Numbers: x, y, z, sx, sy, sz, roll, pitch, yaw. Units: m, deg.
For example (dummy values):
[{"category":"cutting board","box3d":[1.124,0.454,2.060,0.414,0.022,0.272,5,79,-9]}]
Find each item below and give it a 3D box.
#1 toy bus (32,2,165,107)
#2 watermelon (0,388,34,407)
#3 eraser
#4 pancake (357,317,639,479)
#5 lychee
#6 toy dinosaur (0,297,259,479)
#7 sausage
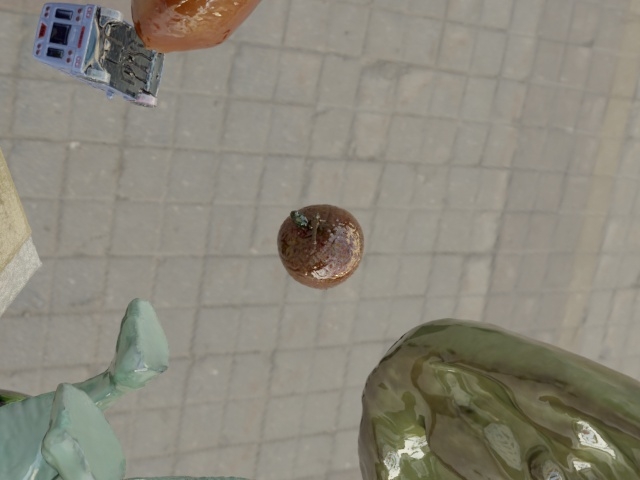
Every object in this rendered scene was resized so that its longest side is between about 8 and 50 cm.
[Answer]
[{"category":"toy bus","box3d":[-0.212,-0.184,1.066,0.167,0.076,0.073,20,82,-75]},{"category":"watermelon","box3d":[-0.423,0.220,1.295,0.137,0.193,0.145,40,74,-18]},{"category":"eraser","box3d":[-0.445,-0.042,1.319,0.343,0.078,0.144,84,27,-48]},{"category":"pancake","box3d":[0.117,0.170,0.456,0.049,0.294,0.294,-28,122,-34]},{"category":"lychee","box3d":[0.004,0.002,1.266,0.101,0.114,0.140,-16,139,-23]},{"category":"toy dinosaur","box3d":[-0.113,0.102,0.413,0.205,0.092,0.393,-41,152,25]},{"category":"sausage","box3d":[-0.039,-0.239,0.754,0.089,0.083,0.300,2,146,-47]}]
